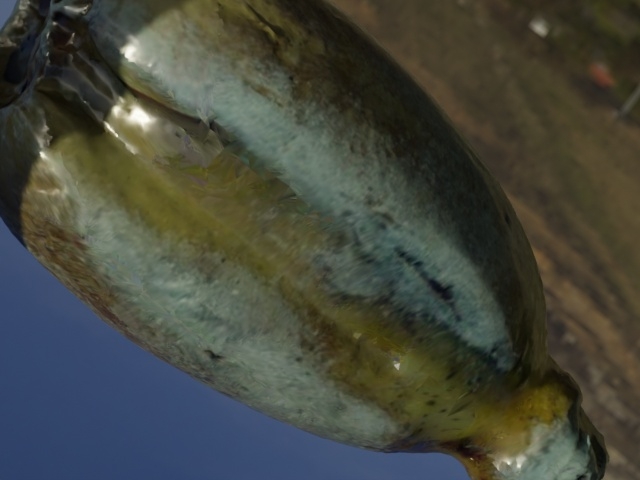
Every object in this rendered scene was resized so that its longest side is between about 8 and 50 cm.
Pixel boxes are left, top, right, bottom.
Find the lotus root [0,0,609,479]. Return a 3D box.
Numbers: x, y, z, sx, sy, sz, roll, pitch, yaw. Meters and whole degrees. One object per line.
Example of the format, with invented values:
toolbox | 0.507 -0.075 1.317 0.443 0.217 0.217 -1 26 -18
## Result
lotus root | 0.000 0.000 0.765 0.322 0.158 0.140 39 -169 -25
